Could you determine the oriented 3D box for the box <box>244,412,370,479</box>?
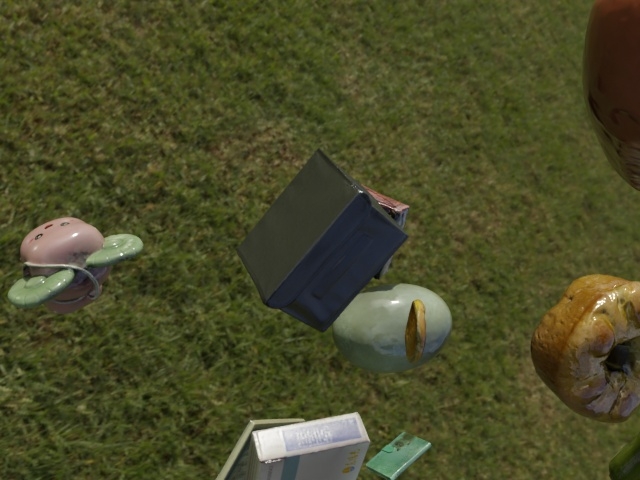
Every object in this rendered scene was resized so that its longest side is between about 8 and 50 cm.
[{"bbox_3d":[-0.039,0.452,1.380,0.200,0.343,0.065,-6,47,-17],"label":"box"}]

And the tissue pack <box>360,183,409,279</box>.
[{"bbox_3d":[0.079,-0.059,2.162,0.332,0.245,0.123,25,28,19],"label":"tissue pack"}]

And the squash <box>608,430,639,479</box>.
[{"bbox_3d":[0.402,0.243,0.886,0.052,0.183,0.052,9,40,-8],"label":"squash"}]

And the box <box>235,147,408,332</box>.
[{"bbox_3d":[-0.001,0.000,1.807,0.204,0.345,0.251,34,12,-38],"label":"box"}]

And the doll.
[{"bbox_3d":[-0.519,0.065,1.554,0.284,0.268,0.216,-30,114,-26],"label":"doll"}]

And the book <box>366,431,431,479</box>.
[{"bbox_3d":[0.182,0.510,1.752,0.135,0.103,0.017,-33,111,-28],"label":"book"}]

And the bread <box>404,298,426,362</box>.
[{"bbox_3d":[0.161,0.154,1.259,0.025,0.110,0.110,8,59,-3],"label":"bread"}]

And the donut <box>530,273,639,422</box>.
[{"bbox_3d":[0.555,0.211,1.437,0.299,0.150,0.317,-25,123,-22],"label":"donut"}]

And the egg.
[{"bbox_3d":[0.210,0.255,2.153,0.352,0.258,0.258,-13,77,-6],"label":"egg"}]

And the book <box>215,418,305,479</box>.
[{"bbox_3d":[-0.168,0.535,1.640,0.322,0.018,0.228,-61,151,4],"label":"book"}]

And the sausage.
[{"bbox_3d":[0.236,-0.099,0.457,0.254,0.148,0.148,15,59,-59],"label":"sausage"}]
